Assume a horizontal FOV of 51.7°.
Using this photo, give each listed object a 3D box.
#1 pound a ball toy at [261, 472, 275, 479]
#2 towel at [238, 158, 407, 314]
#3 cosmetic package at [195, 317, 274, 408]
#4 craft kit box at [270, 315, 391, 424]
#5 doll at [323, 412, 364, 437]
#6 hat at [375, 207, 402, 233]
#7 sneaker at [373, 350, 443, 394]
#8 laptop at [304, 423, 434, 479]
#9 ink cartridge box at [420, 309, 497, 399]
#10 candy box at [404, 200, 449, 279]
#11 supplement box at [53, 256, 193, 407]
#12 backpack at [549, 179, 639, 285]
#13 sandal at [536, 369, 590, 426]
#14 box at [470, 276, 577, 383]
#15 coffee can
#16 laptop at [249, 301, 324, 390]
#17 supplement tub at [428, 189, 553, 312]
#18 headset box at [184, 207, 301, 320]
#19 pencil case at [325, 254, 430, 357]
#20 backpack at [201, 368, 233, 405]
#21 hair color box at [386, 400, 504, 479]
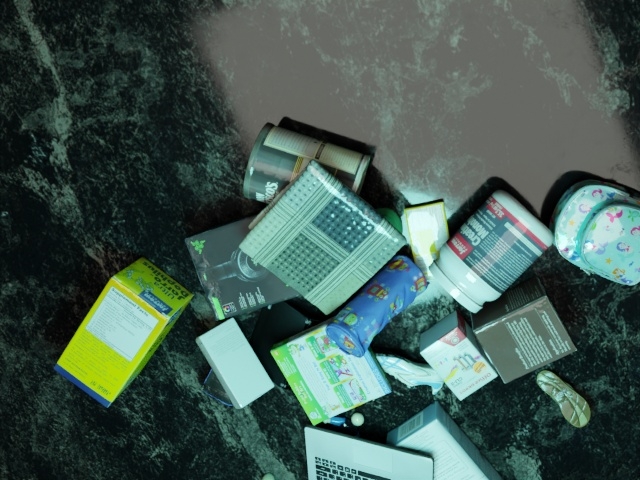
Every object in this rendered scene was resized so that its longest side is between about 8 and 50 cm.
[{"bbox_3d":[-0.089,0.889,2.007,0.319,0.136,0.208,31,108,0],"label":"pound a ball toy"},{"bbox_3d":[0.000,0.000,1.628,0.312,0.056,0.324,38,120,-12],"label":"towel"},{"bbox_3d":[-0.243,0.347,1.867,0.117,0.085,0.231,-28,84,-24],"label":"cosmetic package"},{"bbox_3d":[0.030,0.349,1.803,0.246,0.061,0.250,-27,99,12],"label":"craft kit box"},{"bbox_3d":[0.052,0.569,1.944,0.189,0.046,0.129,-41,96,17],"label":"doll"},{"bbox_3d":[0.087,-0.023,1.790,0.208,0.183,0.173,-22,119,-29],"label":"hat"},{"bbox_3d":[0.227,0.364,1.836,0.237,0.085,0.086,17,89,4],"label":"sneaker"},{"bbox_3d":[0.099,0.780,1.830,0.381,0.236,0.408,8,119,21],"label":"laptop"},{"bbox_3d":[0.371,0.308,1.777,0.128,0.127,0.176,-39,96,16],"label":"ink cartridge box"},{"bbox_3d":[0.293,0.004,1.761,0.105,0.027,0.206,-10,103,10],"label":"candy box"},{"bbox_3d":[-0.559,0.258,1.889,0.194,0.195,0.357,37,108,-2],"label":"supplement box"},{"bbox_3d":[0.697,-0.024,1.610,0.253,0.191,0.225,26,108,8],"label":"backpack"},{"bbox_3d":[0.665,0.425,1.804,0.072,0.049,0.180,-45,79,12],"label":"sandal"},{"bbox_3d":[0.519,0.227,1.709,0.203,0.167,0.169,-29,99,16],"label":"box"},{"bbox_3d":[-0.033,-0.164,1.682,0.275,0.201,0.202,18,107,4],"label":"coffee can"},{"bbox_3d":[-0.053,0.302,1.909,0.264,0.136,0.234,14,109,-21],"label":"laptop"},{"bbox_3d":[0.422,0.027,1.650,0.191,0.191,0.272,42,102,-3],"label":"supplement tub"},{"bbox_3d":[-0.202,0.058,1.802,0.282,0.131,0.247,-17,98,14],"label":"headset box"},{"bbox_3d":[0.149,0.171,1.708,0.119,0.306,0.133,29,148,32],"label":"pencil case"},{"bbox_3d":[-0.273,0.416,1.938,0.114,0.084,0.105,33,109,5],"label":"backpack"},{"bbox_3d":[0.374,0.665,1.880,0.185,0.113,0.374,-38,95,17],"label":"hair color box"}]
